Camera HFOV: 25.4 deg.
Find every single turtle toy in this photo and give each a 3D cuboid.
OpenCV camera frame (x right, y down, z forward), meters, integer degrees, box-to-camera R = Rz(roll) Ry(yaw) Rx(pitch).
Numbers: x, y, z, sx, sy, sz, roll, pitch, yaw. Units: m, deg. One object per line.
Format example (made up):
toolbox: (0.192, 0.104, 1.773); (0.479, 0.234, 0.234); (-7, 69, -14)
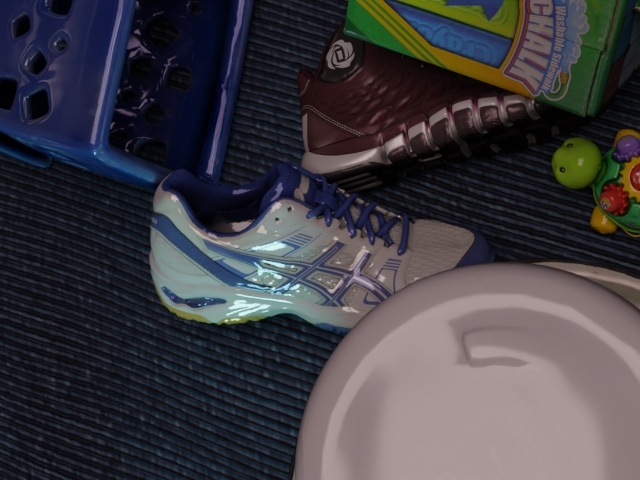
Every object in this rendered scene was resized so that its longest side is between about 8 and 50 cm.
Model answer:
turtle toy: (0.259, -0.052, 1.201); (0.130, 0.066, 0.095); (16, 85, 14)

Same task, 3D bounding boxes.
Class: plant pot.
plant pot: (-0.208, -0.173, 1.247); (0.212, 0.236, 0.236); (8, 84, 20)

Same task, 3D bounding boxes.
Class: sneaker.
sneaker: (0.000, 0.000, 1.193); (0.296, 0.131, 0.112); (-2, 36, 2)
sneaker: (0.104, -0.151, 1.235); (0.281, 0.106, 0.162); (-15, 75, 11)

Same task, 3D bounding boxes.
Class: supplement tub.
supplement tub: (0.128, 0.148, 0.911); (0.235, 0.325, 0.235); (-2, 80, 12)

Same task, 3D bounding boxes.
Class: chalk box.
chalk box: (0.191, -0.229, 1.137); (0.289, 0.180, 0.179); (21, 127, 20)

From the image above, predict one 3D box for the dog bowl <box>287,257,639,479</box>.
dog bowl: (0.184, 0.226, 1.131); (0.408, 0.150, 0.408); (-2, 80, 13)
